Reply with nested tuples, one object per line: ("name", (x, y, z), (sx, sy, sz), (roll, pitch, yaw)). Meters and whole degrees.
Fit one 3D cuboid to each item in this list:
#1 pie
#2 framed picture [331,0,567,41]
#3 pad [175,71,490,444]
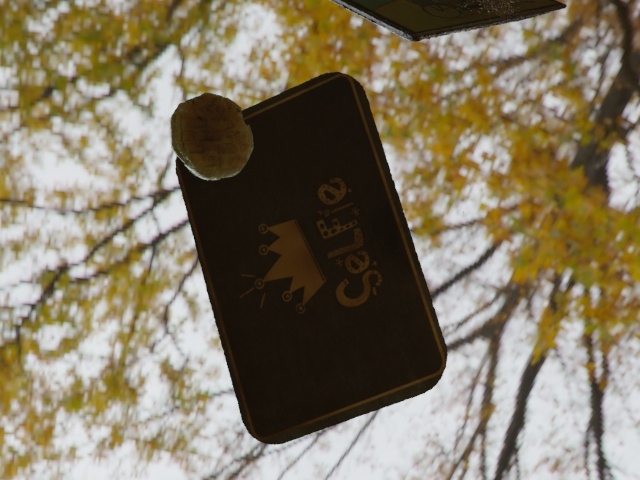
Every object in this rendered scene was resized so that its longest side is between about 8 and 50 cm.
("pie", (-0.101, -0.096, 1.314), (0.084, 0.020, 0.084), (4, -101, -19))
("framed picture", (0.088, -0.307, 1.644), (0.244, 0.013, 0.324), (-17, -143, -37))
("pad", (0.001, 0.000, 1.497), (0.315, 0.063, 0.375), (-23, -107, 16))
